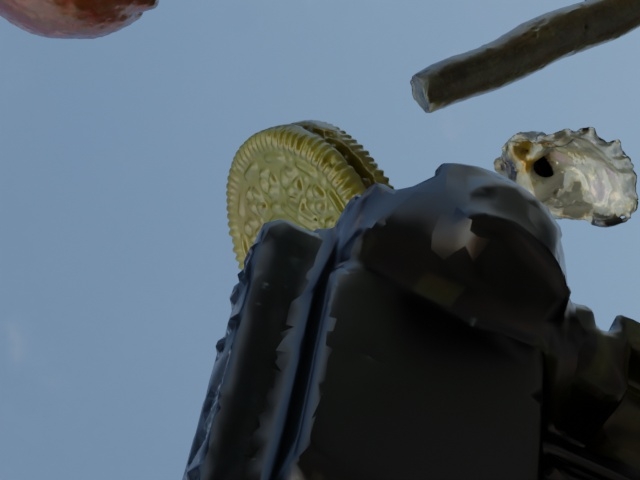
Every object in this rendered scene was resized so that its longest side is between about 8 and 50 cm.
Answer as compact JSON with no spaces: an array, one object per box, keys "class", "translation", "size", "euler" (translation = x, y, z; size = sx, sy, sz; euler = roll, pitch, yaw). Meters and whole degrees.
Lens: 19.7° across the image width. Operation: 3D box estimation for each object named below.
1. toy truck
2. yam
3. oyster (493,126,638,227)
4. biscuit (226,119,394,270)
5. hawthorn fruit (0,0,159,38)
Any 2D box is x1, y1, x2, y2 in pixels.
[{"class":"toy truck","translation":[0.085,0.095,0.357],"size":[0.257,0.127,0.127],"euler":[28,-143,-11]},{"class":"yam","translation":[0.146,-0.113,0.896],"size":[0.234,0.029,0.027],"euler":[-23,-63,-19]},{"class":"oyster","translation":[0.215,-0.054,1.606],"size":[0.045,0.146,0.121],"euler":[-25,-105,-42]},{"class":"biscuit","translation":[0.000,0.000,0.621],"size":[0.023,0.084,0.084],"euler":[-22,-75,-34]},{"class":"hawthorn fruit","translation":[-0.132,-0.172,0.933],"size":[0.138,0.133,0.133],"euler":[36,-124,-12]}]
